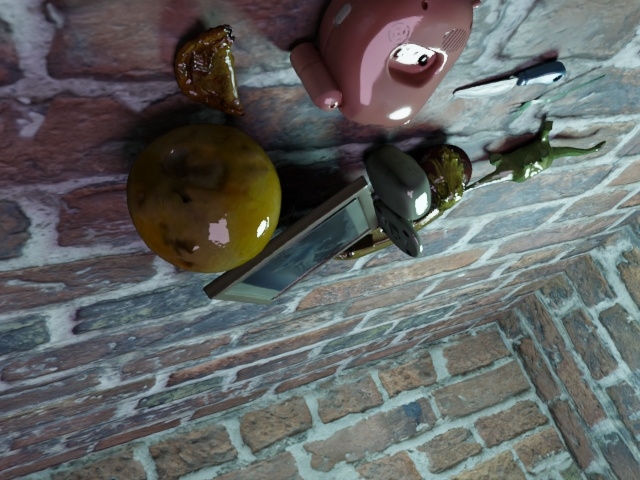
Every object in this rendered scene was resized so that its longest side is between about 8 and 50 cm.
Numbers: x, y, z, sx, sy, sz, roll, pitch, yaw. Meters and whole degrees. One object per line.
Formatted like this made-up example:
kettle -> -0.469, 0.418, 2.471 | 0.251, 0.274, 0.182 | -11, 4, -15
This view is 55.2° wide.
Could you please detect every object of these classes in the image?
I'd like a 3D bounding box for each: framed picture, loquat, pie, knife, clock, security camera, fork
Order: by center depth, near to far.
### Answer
pie -> -0.155, -0.231, 0.838 | 0.088, 0.033, 0.191 | -6, 157, -5
clock -> 0.115, -0.281, 0.866 | 0.227, 0.142, 0.241 | 0, 144, -45
loquat -> -0.174, -0.062, 0.946 | 0.244, 0.243, 0.244 | -21, 157, -9
framed picture -> -0.139, -0.015, 1.168 | 0.217, 0.017, 0.274 | -26, -172, 6
framed picture -> -0.028, 0.022, 1.211 | 0.326, 0.028, 0.446 | -36, 170, 3
knife -> 0.372, -0.308, 1.212 | 0.244, 0.032, 0.058 | -16, 165, -8
security camera -> 0.174, -0.076, 1.307 | 0.080, 0.157, 0.301 | -38, 148, -13
fork -> 0.514, -0.317, 1.342 | 0.235, 0.021, 0.039 | -26, 162, 0

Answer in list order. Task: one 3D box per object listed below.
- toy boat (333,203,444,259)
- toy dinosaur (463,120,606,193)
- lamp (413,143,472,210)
toy boat -> 0.157, -0.041, 1.496 | 0.321, 0.089, 0.121 | -26, 152, 8
toy dinosaur -> 0.534, -0.192, 1.574 | 0.447, 0.087, 0.301 | -27, 164, 11
lamp -> 0.260, -0.132, 1.337 | 0.156, 0.134, 0.157 | -39, 155, 32
